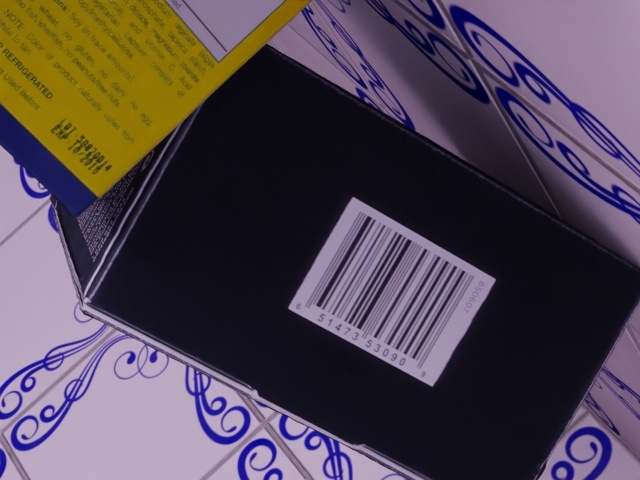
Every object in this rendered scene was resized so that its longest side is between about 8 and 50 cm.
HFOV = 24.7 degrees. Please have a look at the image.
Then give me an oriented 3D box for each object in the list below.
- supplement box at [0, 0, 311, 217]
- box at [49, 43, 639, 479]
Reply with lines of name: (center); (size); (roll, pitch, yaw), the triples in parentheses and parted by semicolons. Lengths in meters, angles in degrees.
supplement box: (-0.160, -0.232, 1.211); (0.194, 0.356, 0.195); (49, 178, -38)
box: (0.000, 0.000, 1.538); (0.480, 0.297, 0.472); (29, -178, -18)
